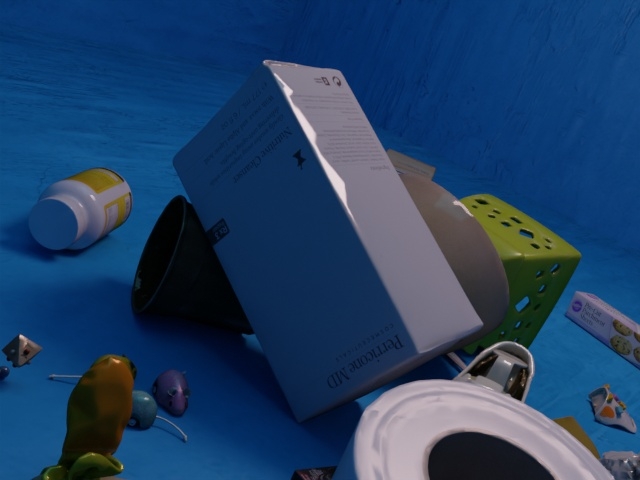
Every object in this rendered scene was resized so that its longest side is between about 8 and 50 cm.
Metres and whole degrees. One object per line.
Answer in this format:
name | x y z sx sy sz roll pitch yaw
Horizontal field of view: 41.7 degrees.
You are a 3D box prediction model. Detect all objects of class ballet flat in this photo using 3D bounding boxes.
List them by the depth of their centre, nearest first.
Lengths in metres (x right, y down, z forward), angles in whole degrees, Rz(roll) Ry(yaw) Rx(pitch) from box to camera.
ballet flat | 0.197 0.212 1.061 0.139 0.139 0.400 26 17 17

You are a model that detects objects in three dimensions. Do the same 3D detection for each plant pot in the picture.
plant pot | 0.307 0.285 1.066 0.081 0.081 0.083 5 35 -45
plant pot | -0.147 0.046 1.139 0.165 0.167 0.167 23 14 -23
plant pot | 0.110 0.069 1.249 0.191 0.284 0.284 -34 47 -26
plant pot | 0.270 0.059 1.457 0.207 0.228 0.227 1 30 -48

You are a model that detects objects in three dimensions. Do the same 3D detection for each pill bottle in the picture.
pill bottle | -0.356 -0.045 1.243 0.103 0.103 0.184 22 16 2

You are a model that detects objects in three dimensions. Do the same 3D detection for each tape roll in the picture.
tape roll | 0.148 0.262 0.778 0.286 0.100 0.286 15 30 -9

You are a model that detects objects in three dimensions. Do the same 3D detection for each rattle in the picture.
rattle | -0.160 0.204 0.637 0.130 0.143 0.200 36 6 -17

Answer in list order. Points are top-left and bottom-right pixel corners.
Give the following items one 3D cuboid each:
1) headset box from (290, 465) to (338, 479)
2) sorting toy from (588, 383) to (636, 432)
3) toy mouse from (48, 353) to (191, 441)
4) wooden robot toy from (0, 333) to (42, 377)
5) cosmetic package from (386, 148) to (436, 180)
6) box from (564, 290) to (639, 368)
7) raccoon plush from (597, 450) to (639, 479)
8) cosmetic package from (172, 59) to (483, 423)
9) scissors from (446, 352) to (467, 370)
headset box | 0.011 0.260 0.847 0.083 0.032 0.062 6 22 -40
sorting toy | 0.486 0.281 1.379 0.075 0.045 0.083 41 17 -1
toy mouse | -0.185 0.165 0.909 0.143 0.031 0.161 33 20 35
wooden robot toy | -0.359 0.113 0.803 0.173 0.076 0.079 15 28 -20
cosmetic package | 0.222 -0.160 2.325 0.160 0.113 0.309 23 15 4
box | 0.650 0.210 1.752 0.063 0.067 0.324 10 20 -34
raccoon plush | 0.447 0.393 0.815 0.446 0.216 0.299 5 17 34
cosmetic package | 0.000 0.000 1.037 0.156 0.217 0.385 -7 64 -50
scissors | 0.178 0.144 1.450 0.109 0.021 0.297 7 20 -45
